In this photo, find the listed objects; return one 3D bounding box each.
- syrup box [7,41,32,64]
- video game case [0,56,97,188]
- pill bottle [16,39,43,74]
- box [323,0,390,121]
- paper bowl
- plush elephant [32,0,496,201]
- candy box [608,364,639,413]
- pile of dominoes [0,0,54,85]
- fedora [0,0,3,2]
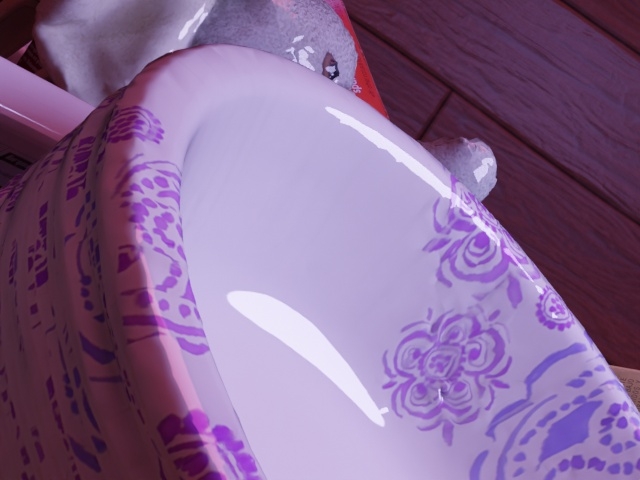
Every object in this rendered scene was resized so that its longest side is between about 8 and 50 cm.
[{"bbox_3d":[-0.236,-0.107,1.190,0.237,0.096,0.093,39,8,26],"label":"syrup box"},{"bbox_3d":[-0.193,-0.027,0.538,0.227,0.206,0.026,27,52,-48],"label":"video game case"},{"bbox_3d":[-0.135,-0.091,1.029,0.121,0.221,0.121,34,7,-5],"label":"pill bottle"},{"bbox_3d":[-0.031,-0.065,1.134,0.128,0.123,0.257,-3,45,-16],"label":"box"},{"bbox_3d":[-0.004,0.095,0.475,0.284,0.148,0.284,44,24,-25],"label":"paper bowl"},{"bbox_3d":[-0.040,-0.011,0.794,0.330,0.255,0.272,37,7,18],"label":"plush elephant"},{"bbox_3d":[0.153,0.129,0.985,0.316,0.087,0.183,6,-17,45],"label":"candy box"},{"bbox_3d":[-0.141,-0.084,0.880,0.196,0.251,0.040,28,35,-59],"label":"pile of dominoes"},{"bbox_3d":[-0.355,-0.220,0.989,0.334,0.334,0.152,35,40,-1],"label":"fedora"}]
